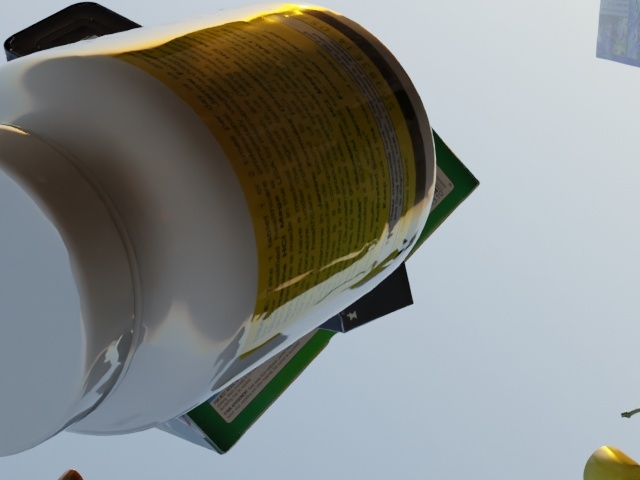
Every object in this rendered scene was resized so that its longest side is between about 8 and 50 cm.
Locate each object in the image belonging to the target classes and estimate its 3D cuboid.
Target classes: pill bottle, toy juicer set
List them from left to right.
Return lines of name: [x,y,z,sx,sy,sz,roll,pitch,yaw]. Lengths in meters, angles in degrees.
pill bottle: [-0.083,-0.014,0.787,0.188,0.188,0.334,50,-151,6]
toy juicer set: [0.501,0.293,1.998,0.329,0.209,0.089,31,175,-26]

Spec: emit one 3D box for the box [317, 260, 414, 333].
box: [0.000,0.000,1.545,0.093,0.158,0.156,-19,-77,-30]

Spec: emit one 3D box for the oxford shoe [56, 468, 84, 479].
oxford shoe: [-0.301,0.381,2.003,0.076,0.076,0.212,-75,-18,-47]

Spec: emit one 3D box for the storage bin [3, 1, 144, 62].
storage bin: [-0.228,-0.166,1.598,0.180,0.084,0.122,30,-129,35]

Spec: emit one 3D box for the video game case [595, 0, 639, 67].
video game case: [0.324,-0.287,1.459,0.061,0.244,0.269,3,-170,-3]

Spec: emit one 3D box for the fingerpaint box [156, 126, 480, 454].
fingerpaint box: [-0.077,0.028,1.889,0.163,0.445,0.371,49,164,-15]
